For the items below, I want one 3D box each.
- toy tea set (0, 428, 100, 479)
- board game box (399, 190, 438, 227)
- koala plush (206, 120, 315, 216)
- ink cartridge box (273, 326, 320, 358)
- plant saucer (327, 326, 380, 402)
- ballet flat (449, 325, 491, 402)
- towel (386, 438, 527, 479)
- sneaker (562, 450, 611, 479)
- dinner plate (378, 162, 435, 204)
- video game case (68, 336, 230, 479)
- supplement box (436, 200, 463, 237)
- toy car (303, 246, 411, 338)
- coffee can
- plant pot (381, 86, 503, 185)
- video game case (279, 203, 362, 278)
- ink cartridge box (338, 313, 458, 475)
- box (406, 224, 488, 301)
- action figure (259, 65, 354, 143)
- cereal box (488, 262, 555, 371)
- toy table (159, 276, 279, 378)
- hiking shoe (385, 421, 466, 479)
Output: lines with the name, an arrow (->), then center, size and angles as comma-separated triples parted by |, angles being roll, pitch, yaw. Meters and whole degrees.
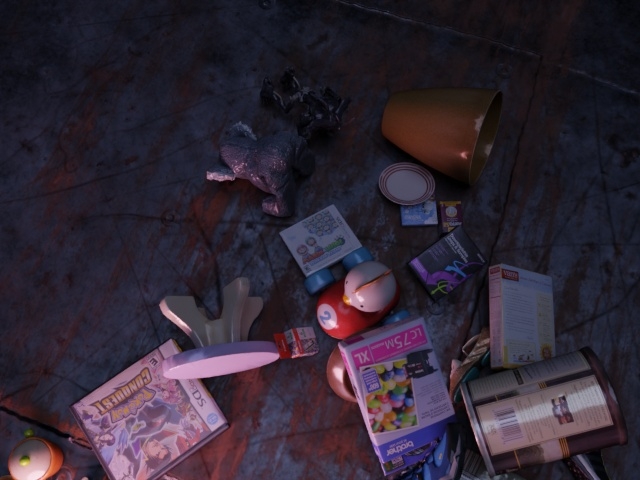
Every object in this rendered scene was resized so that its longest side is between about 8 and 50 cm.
toy tea set -> -0.560, 0.559, 1.303 | 0.336, 0.124, 0.200 | 32, 74, 10
board game box -> 0.246, -0.079, 1.571 | 0.090, 0.020, 0.089 | -3, 72, 0
koala plush -> -0.156, -0.197, 1.534 | 0.221, 0.203, 0.196 | 19, 72, 18
ink cartridge box -> -0.053, 0.233, 1.423 | 0.029, 0.115, 0.062 | -30, 70, 31
plant saucer -> 0.114, 0.286, 1.378 | 0.199, 0.036, 0.198 | -4, 112, -11
ballet flat -> 0.345, 0.281, 1.438 | 0.067, 0.073, 0.206 | 30, 68, 39
towel -> 0.281, 0.605, 1.337 | 0.324, 0.056, 0.312 | 26, 71, 11
sneaker -> 0.588, 0.469, 1.357 | 0.097, 0.084, 0.234 | -32, 75, -11
dinner plate -> 0.218, -0.141, 1.579 | 0.141, 0.017, 0.141 | -1, 53, 1
video game case -> -0.384, 0.396, 1.405 | 0.275, 0.035, 0.248 | -34, 75, -11
supplement box -> 0.321, -0.052, 1.550 | 0.055, 0.043, 0.083 | -1, 72, -2
toy car -> 0.089, 0.120, 1.391 | 0.210, 0.238, 0.219 | -28, 74, -9
coffee can -> 0.452, 0.353, 1.290 | 0.276, 0.201, 0.201 | -18, 72, 10
plant pot -> 0.290, -0.283, 1.548 | 0.255, 0.237, 0.237 | 19, 72, 20
video game case -> 0.000, 0.000, 1.532 | 0.157, 0.019, 0.143 | -29, 63, -9
ink cartridge box -> 0.175, 0.332, 1.320 | 0.186, 0.065, 0.310 | -19, 97, -10
box -> 0.305, 0.054, 1.499 | 0.162, 0.029, 0.116 | -37, 89, -5
action figure -> -0.022, -0.332, 1.596 | 0.164, 0.141, 0.276 | -41, 61, -14
cereal box -> 0.464, 0.185, 1.432 | 0.173, 0.047, 0.240 | 15, 68, -27
toy table -> -0.224, 0.200, 1.373 | 0.252, 0.274, 0.160 | -29, 65, 31
hiking shoe -> 0.198, 0.500, 1.262 | 0.132, 0.113, 0.303 | 23, 86, 15
